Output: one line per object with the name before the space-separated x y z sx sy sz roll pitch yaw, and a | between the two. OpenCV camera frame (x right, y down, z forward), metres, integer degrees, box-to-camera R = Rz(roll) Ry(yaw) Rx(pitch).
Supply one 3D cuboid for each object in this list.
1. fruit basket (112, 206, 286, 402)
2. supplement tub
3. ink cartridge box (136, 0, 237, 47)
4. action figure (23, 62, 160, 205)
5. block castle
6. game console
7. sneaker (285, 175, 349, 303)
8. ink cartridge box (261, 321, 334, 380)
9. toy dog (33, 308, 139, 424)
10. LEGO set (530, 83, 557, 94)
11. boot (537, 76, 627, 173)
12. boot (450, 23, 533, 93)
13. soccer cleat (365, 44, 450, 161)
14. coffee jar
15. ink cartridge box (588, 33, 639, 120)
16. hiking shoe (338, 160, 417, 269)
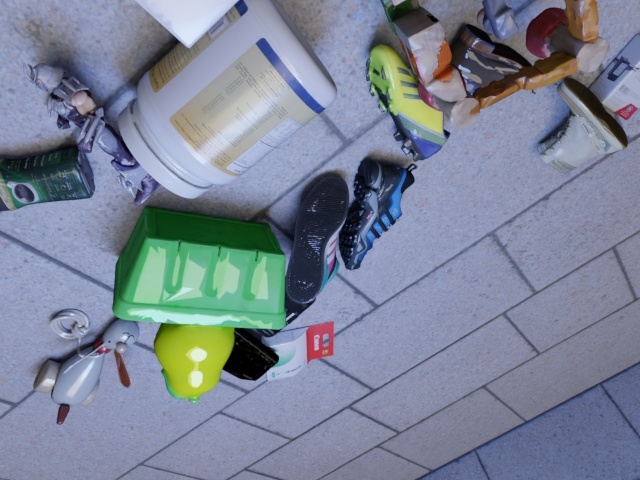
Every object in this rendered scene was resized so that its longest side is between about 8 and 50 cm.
fruit basket | -0.270 0.145 1.106 0.391 0.283 0.392 -9 119 -16
supplement tub | -0.156 -0.238 0.835 0.316 0.228 0.228 -35 132 15
ink cartridge box | -0.133 -0.431 0.684 0.278 0.201 0.117 -36 131 16
action figure | -0.388 -0.191 0.853 0.099 0.185 0.285 -42 138 -4
block castle | 0.240 -0.435 0.774 0.303 0.213 0.453 -24 125 10
game console | -0.156 0.240 1.366 0.361 0.044 0.213 -41 112 15
sneaker | 0.000 0.000 1.181 0.123 0.178 0.296 18 89 4
ink cartridge box | -0.062 0.341 1.516 0.224 0.056 0.181 -8 133 -8
toy dog | -0.602 0.345 1.271 0.220 0.161 0.334 14 126 -28
LEGO set | 0.491 -0.357 1.080 0.083 0.023 0.054 -19 133 18
boot | 0.565 -0.254 1.136 0.213 0.077 0.165 40 144 -15
boot | 0.347 -0.343 1.014 0.219 0.082 0.106 21 133 -21
soccer cleat | 0.184 -0.286 1.003 0.121 0.093 0.289 -37 134 2
coffee jar | -0.532 -0.114 0.931 0.184 0.079 0.096 -10 136 -10
ink cartridge box | 0.696 -0.362 1.107 0.109 0.063 0.150 17 124 -29
hiking shoe | 0.132 -0.044 1.183 0.132 0.113 0.304 2 130 -18
